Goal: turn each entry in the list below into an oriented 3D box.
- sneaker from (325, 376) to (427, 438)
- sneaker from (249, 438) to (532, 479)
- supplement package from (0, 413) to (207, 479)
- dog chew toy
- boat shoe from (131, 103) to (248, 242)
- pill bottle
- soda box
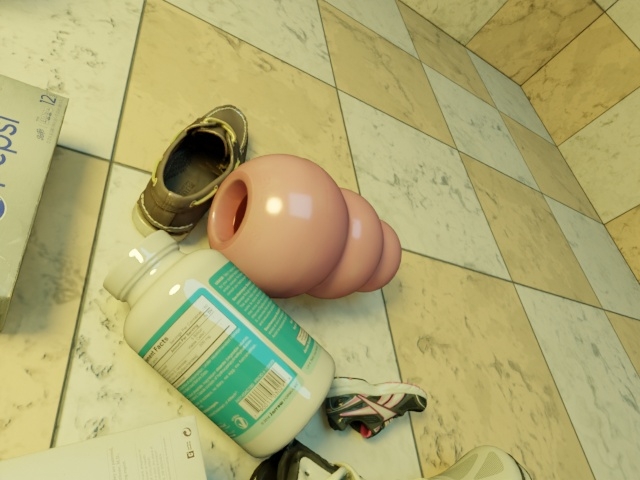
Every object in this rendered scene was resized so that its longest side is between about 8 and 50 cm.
[{"bbox_3d":[0.078,0.250,0.633,0.178,0.072,0.077,13,63,-23],"label":"sneaker"},{"bbox_3d":[0.082,0.310,0.498,0.447,0.169,0.258,-20,74,-44],"label":"sneaker"},{"bbox_3d":[-0.195,0.264,0.314,0.203,0.149,0.194,2,58,-39],"label":"supplement package"},{"bbox_3d":[0.000,0.000,0.665,0.331,0.206,0.207,19,47,-40],"label":"dog chew toy"},{"bbox_3d":[-0.181,-0.134,0.683,0.116,0.096,0.324,34,42,-14],"label":"boat shoe"},{"bbox_3d":[-0.120,0.110,0.504,0.264,0.146,0.146,44,41,-3],"label":"pill bottle"},{"bbox_3d":[-0.362,-0.053,0.470,0.098,0.091,0.286,15,50,-33],"label":"soda box"}]
